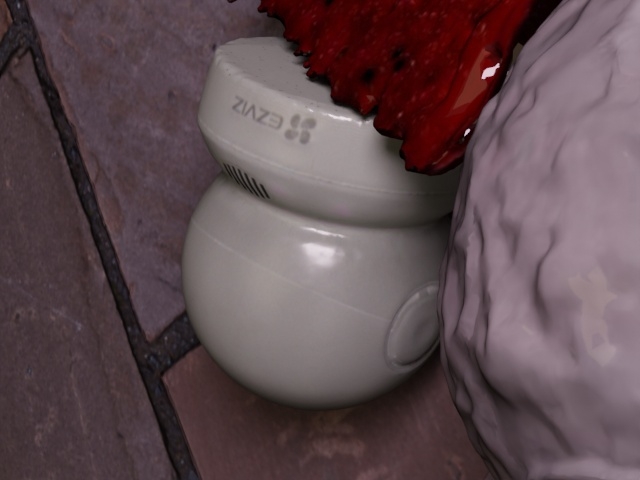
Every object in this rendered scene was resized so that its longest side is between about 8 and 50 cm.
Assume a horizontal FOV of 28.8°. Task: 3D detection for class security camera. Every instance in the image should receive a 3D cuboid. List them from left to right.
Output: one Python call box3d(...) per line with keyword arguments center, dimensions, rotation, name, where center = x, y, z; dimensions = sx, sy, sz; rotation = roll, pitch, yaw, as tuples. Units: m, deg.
box3d(center=(0.000, 0.000, 0.820), dimensions=(0.194, 0.194, 0.236), rotation=(29, 117, 39), name="security camera")

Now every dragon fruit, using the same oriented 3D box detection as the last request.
box3d(center=(0.099, -0.185, 0.731), dimensions=(0.282, 0.100, 0.343), rotation=(-53, 32, 14), name="dragon fruit")

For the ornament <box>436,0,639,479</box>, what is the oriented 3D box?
box3d(center=(0.218, 0.011, 0.516), dimensions=(0.337, 0.337, 0.337), rotation=(6, 98, 44), name="ornament")
